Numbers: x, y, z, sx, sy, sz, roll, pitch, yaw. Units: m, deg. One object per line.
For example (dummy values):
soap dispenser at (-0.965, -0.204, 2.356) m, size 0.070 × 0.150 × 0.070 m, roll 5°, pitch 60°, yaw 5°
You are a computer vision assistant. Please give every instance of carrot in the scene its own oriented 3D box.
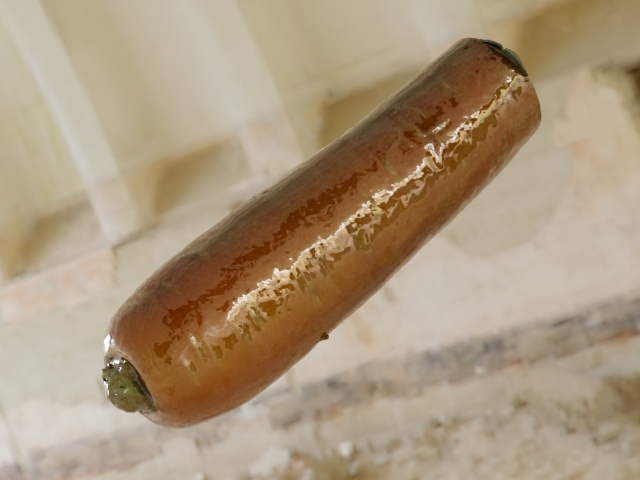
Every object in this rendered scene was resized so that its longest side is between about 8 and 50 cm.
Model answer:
carrot at (0.000, 0.000, 0.700) m, size 0.225 × 0.067 × 0.067 m, roll -40°, pitch 10°, yaw -21°
